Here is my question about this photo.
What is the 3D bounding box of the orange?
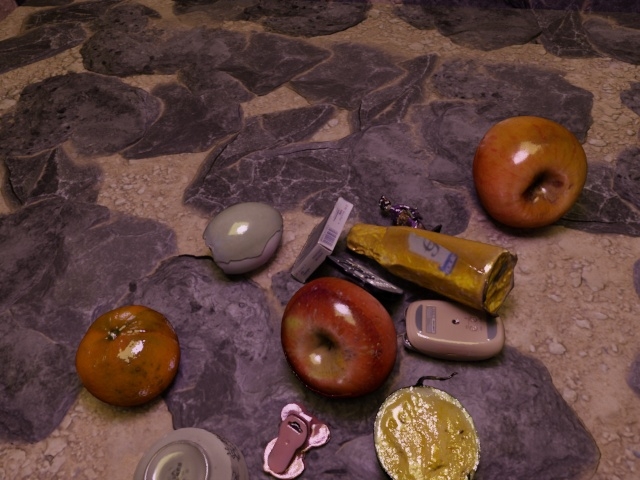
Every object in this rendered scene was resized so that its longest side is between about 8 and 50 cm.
[{"bbox_3d":[-0.442,0.260,1.131,0.240,0.171,0.240,-1,52,1],"label":"orange"}]

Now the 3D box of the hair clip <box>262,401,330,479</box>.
[{"bbox_3d":[-0.057,0.433,1.054,0.123,0.102,0.138,23,89,23],"label":"hair clip"}]

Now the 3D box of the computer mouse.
[{"bbox_3d":[0.315,0.213,1.169,0.237,0.082,0.145,3,50,7],"label":"computer mouse"}]

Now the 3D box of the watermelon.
[{"bbox_3d":[0.208,0.405,0.993,0.204,0.127,0.232,-9,53,-2],"label":"watermelon"}]

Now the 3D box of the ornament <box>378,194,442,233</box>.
[{"bbox_3d":[0.243,-0.054,1.396,0.088,0.081,0.203,-33,54,-22],"label":"ornament"}]

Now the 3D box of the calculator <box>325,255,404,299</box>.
[{"bbox_3d":[0.109,0.090,1.197,0.177,0.268,0.040,31,92,27],"label":"calculator"}]

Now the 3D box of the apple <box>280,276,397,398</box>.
[{"bbox_3d":[0.042,0.216,1.091,0.272,0.251,0.206,24,15,22],"label":"apple"}]

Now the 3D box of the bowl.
[{"bbox_3d":[-0.269,0.480,0.973,0.238,0.126,0.237,-2,53,3],"label":"bowl"}]

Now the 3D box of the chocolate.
[{"bbox_3d":[0.247,0.049,1.230,0.445,0.162,0.162,18,52,40],"label":"chocolate"}]

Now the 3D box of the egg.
[{"bbox_3d":[-0.198,-0.014,1.327,0.217,0.183,0.183,-29,54,-8],"label":"egg"}]

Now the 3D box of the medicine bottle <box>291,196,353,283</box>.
[{"bbox_3d":[0.000,0.000,1.295,0.052,0.201,0.171,31,54,-7],"label":"medicine bottle"}]

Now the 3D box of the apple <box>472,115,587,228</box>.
[{"bbox_3d":[0.561,-0.194,1.355,0.299,0.299,0.275,-12,27,-6],"label":"apple"}]
